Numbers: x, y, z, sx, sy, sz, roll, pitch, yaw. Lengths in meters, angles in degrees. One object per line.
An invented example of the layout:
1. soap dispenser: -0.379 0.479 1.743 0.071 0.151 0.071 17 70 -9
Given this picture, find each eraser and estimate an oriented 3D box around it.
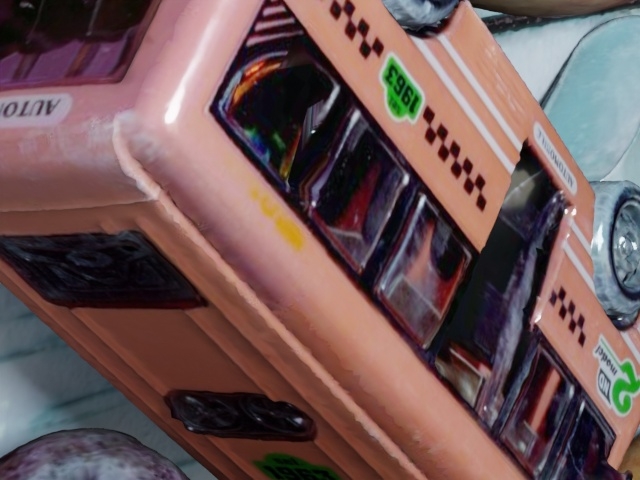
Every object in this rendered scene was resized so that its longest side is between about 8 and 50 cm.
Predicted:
1. eraser: 0.218 -0.015 1.234 0.174 0.081 0.227 -62 140 -33

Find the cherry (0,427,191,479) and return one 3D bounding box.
1. cherry: -0.123 0.192 0.881 0.195 0.195 0.195 -21 120 -42

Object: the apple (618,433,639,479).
1. apple: 0.303 0.227 1.374 0.209 0.164 0.209 -21 119 -45

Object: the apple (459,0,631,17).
1. apple: 0.109 -0.268 0.906 0.306 0.235 0.305 -20 118 -42

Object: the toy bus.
1. toy bus: 0.000 0.000 0.866 0.427 0.203 0.233 49 51 -42
